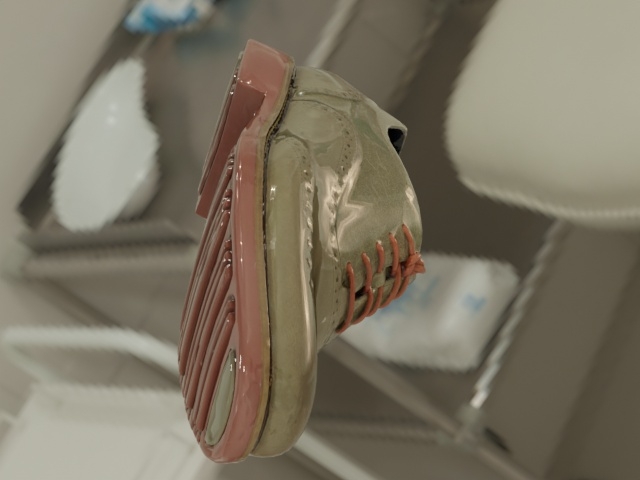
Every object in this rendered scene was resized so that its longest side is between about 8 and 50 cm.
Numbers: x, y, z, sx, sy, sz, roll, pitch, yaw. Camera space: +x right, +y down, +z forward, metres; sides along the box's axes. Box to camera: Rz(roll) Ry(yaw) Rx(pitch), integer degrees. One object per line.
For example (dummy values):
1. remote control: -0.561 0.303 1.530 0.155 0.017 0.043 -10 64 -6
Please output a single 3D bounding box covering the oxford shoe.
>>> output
1. oxford shoe: 0.000 0.000 1.080 0.348 0.130 0.123 -86 14 -55
